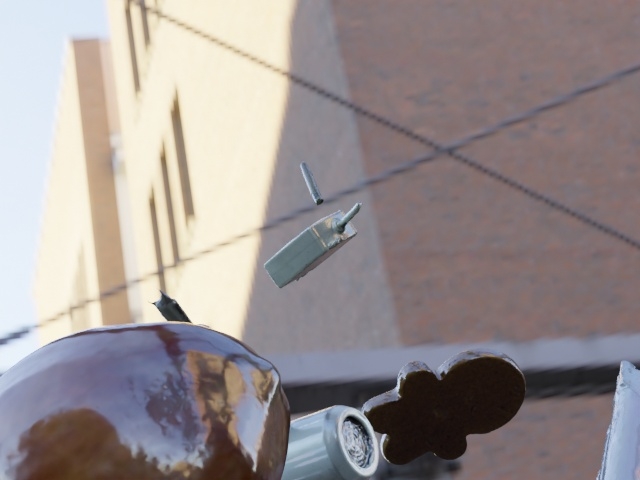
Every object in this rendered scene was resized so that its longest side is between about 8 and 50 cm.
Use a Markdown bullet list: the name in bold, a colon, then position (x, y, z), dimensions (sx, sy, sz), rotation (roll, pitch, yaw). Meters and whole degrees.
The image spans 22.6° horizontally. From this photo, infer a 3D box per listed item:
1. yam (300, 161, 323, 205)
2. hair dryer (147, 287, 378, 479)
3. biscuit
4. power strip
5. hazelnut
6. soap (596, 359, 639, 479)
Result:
- **yam**: position (-0.013, -0.081, 2.286), dimensions (0.014, 0.107, 0.014), rotation (-8, -55, -11)
- **hair dryer**: position (-0.092, 0.188, 1.978), dimensions (0.173, 0.107, 0.357), rotation (-25, -63, 28)
- **biscuit**: position (0.182, 0.237, 2.311), dimensions (0.236, 0.039, 0.180), rotation (-22, -62, 5)
- **power strip**: position (0.000, 0.000, 2.024), dimensions (0.075, 0.042, 0.175), rotation (-29, -8, -48)
- **hazelnut**: position (-0.202, 0.243, 1.688), dimensions (0.366, 0.366, 0.366), rotation (-8, -30, -5)
- **soap**: position (0.336, 0.385, 1.514), dimensions (0.213, 0.435, 0.350), rotation (12, -43, 10)
